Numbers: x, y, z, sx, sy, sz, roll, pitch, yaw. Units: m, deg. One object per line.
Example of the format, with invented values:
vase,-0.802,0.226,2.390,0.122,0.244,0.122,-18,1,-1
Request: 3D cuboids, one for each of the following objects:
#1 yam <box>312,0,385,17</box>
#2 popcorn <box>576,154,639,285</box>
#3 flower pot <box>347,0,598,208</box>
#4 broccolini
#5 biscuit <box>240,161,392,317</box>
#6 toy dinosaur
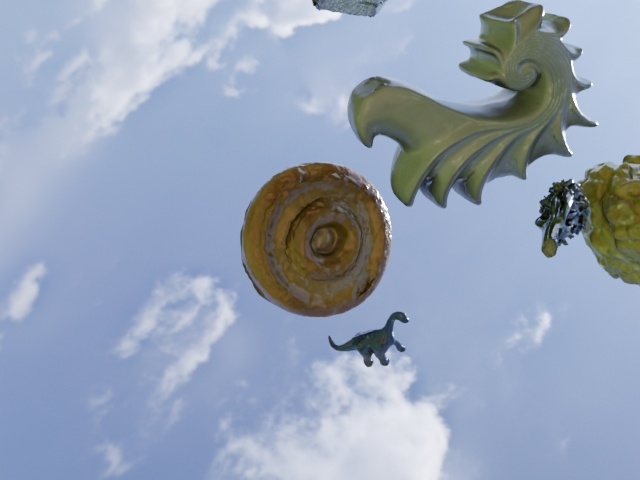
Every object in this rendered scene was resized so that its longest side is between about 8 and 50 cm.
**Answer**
yam,0.076,-0.634,1.484,0.202,0.271,0.202,8,-81,1
popcorn,0.562,-0.056,1.145,0.236,0.206,0.252,-8,-131,52
flower pot,0.245,-0.203,1.064,0.367,0.254,0.164,-29,-153,0
broccolini,0.290,-0.027,0.829,0.068,0.202,0.091,25,-67,26
biscuit,0.000,0.000,1.215,0.297,0.296,0.102,-68,-159,-3
toy dinosaur,0.105,0.217,1.546,0.247,0.188,0.075,4,-131,28
